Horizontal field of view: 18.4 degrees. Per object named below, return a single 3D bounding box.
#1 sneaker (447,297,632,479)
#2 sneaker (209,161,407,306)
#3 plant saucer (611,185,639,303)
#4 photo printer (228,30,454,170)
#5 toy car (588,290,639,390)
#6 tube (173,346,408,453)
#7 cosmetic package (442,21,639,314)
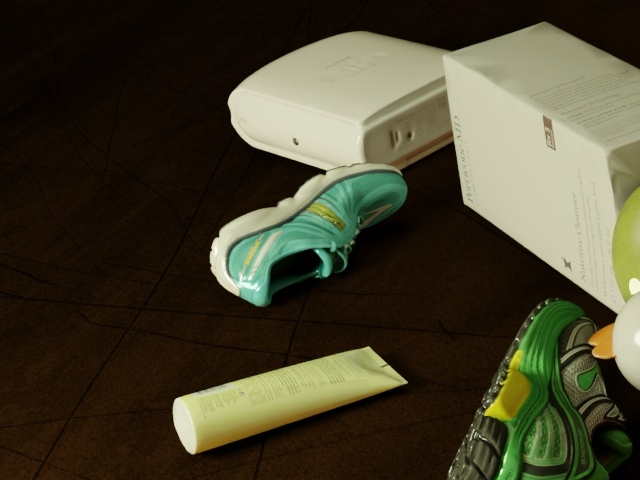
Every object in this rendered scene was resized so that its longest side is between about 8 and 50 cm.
[{"bbox_3d":[0.227,0.172,1.905,0.146,0.134,0.343,27,28,5],"label":"sneaker"},{"bbox_3d":[0.000,0.000,2.369,0.275,0.107,0.110,-30,51,-25],"label":"sneaker"},{"bbox_3d":[0.420,0.019,2.030,0.241,0.037,0.241,4,65,-8],"label":"plant saucer"},{"bbox_3d":[0.044,-0.193,2.698,0.256,0.107,0.307,-28,31,-32],"label":"photo printer"},{"bbox_3d":[0.371,0.088,1.872,0.238,0.219,0.210,10,32,38],"label":"toy car"},{"bbox_3d":[-0.033,0.163,2.072,0.240,0.062,0.070,-16,69,-22],"label":"tube"},{"bbox_3d":[0.302,-0.091,2.275,0.156,0.217,0.385,-20,26,-19],"label":"cosmetic package"}]
